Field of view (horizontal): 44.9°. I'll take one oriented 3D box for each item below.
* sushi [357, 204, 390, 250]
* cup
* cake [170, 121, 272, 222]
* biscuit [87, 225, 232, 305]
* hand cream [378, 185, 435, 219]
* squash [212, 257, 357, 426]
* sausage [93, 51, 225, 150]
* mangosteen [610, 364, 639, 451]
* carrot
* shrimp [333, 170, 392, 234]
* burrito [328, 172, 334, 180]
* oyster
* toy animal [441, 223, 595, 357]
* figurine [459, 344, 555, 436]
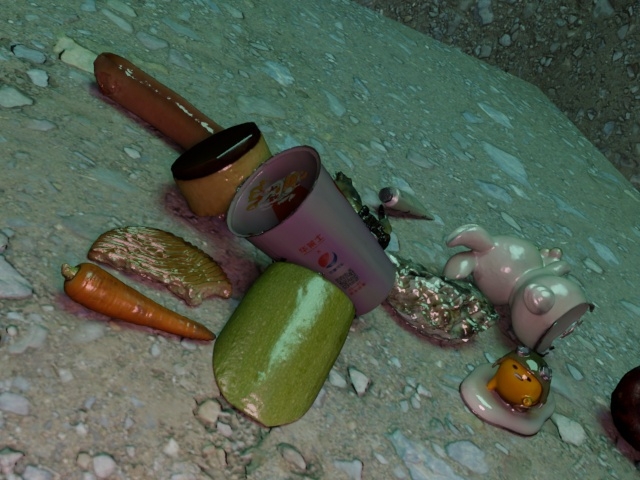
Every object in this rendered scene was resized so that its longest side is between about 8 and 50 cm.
[{"bbox_3d":[0.093,-0.006,1.612,0.094,0.098,0.084,34,27,9],"label":"sushi"},{"bbox_3d":[0.000,0.000,1.359,0.288,0.203,0.203,46,18,-33],"label":"cup"},{"bbox_3d":[-0.163,-0.102,1.448,0.208,0.185,0.178,-107,171,-71],"label":"cake"},{"bbox_3d":[-0.259,0.037,1.259,0.228,0.031,0.176,3,38,-44],"label":"biscuit"},{"bbox_3d":[0.213,-0.094,1.922,0.080,0.050,0.234,51,20,28],"label":"hand cream"},{"bbox_3d":[-0.071,0.178,1.239,0.189,0.189,0.261,31,64,-3],"label":"squash"},{"bbox_3d":[-0.303,-0.253,1.615,0.419,0.094,0.094,35,-2,5],"label":"sausage"},{"bbox_3d":[0.695,0.347,1.579,0.209,0.210,0.210,25,29,-15],"label":"mangosteen"},{"bbox_3d":[-0.268,0.100,1.139,0.256,0.061,0.061,31,26,-27],"label":"carrot"},{"bbox_3d":[0.098,-0.081,1.801,0.150,0.051,0.217,18,34,-38],"label":"shrimp"},{"bbox_3d":[-0.034,-0.124,1.718,0.064,0.064,0.203,40,27,14],"label":"burrito"},{"bbox_3d":[0.229,0.110,1.559,0.267,0.112,0.198,11,34,-29],"label":"oyster"},{"bbox_3d":[0.426,0.093,1.706,0.247,0.183,0.310,-3,44,-48],"label":"toy animal"},{"bbox_3d":[0.390,0.255,1.458,0.250,0.141,0.166,-4,43,-48],"label":"figurine"}]
